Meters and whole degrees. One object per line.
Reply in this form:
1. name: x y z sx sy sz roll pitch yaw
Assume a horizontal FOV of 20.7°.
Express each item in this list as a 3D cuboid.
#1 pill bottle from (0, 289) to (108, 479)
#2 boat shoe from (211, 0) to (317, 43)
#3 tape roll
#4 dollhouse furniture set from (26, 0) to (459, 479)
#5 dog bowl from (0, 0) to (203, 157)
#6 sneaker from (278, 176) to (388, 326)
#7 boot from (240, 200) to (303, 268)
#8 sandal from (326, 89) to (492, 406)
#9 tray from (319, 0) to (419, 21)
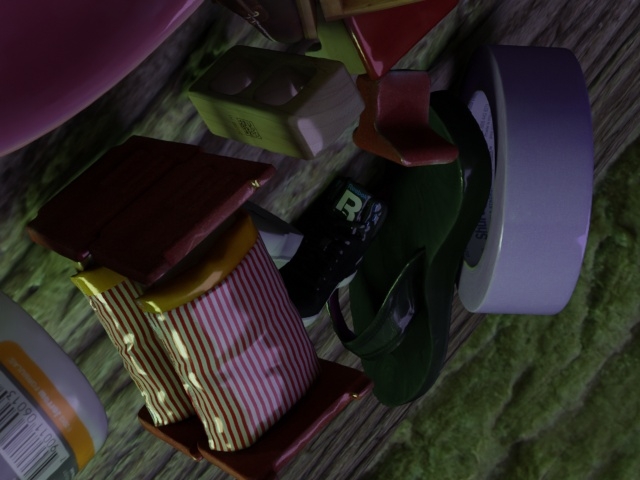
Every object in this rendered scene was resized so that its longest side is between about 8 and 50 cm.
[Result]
1. pill bottle: -0.271 0.155 1.021 0.278 0.162 0.162 -46 165 -21
2. boat shoe: -0.044 -0.180 1.111 0.073 0.073 0.207 -13 161 3
3. tape roll: 0.200 -0.062 1.790 0.275 0.090 0.275 -178 -90 -82
4. dollhouse furniture set: -0.001 -0.035 1.234 0.374 0.152 0.201 -45 127 -25
5. dog bowl: -0.118 -0.197 0.647 0.408 0.150 0.408 -48 165 -17
6. sneaker: 0.000 0.000 1.685 0.121 0.079 0.217 -62 171 24
7. boot: -0.087 0.028 1.412 0.123 0.095 0.258 -59 167 3
8. sandal: 0.068 0.019 1.843 0.107 0.167 0.446 -17 143 -22
9. tray: 0.189 -0.238 1.083 0.410 0.076 0.203 -12 172 3
